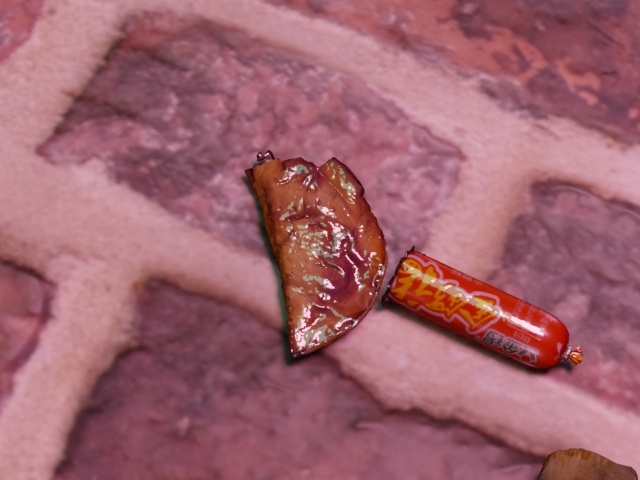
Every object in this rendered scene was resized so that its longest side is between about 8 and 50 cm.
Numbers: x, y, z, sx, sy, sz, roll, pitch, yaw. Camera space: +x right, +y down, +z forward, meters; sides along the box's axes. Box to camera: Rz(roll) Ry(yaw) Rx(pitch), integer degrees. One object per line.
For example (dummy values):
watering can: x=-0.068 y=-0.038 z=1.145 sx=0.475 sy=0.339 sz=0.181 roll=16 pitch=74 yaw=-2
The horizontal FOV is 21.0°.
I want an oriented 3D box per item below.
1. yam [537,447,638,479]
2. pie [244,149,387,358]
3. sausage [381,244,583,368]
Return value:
yam: x=0.145 y=0.304 z=1.064 sx=0.083 sy=0.083 sz=0.371 roll=9 pitch=60 yaw=1
pie: x=0.000 y=0.000 z=1.245 sx=0.092 sy=0.034 sz=0.170 roll=-14 pitch=62 yaw=-8
sausage: x=0.117 y=0.055 z=1.218 sx=0.145 sy=0.048 sz=0.050 roll=26 pitch=67 yaw=7
